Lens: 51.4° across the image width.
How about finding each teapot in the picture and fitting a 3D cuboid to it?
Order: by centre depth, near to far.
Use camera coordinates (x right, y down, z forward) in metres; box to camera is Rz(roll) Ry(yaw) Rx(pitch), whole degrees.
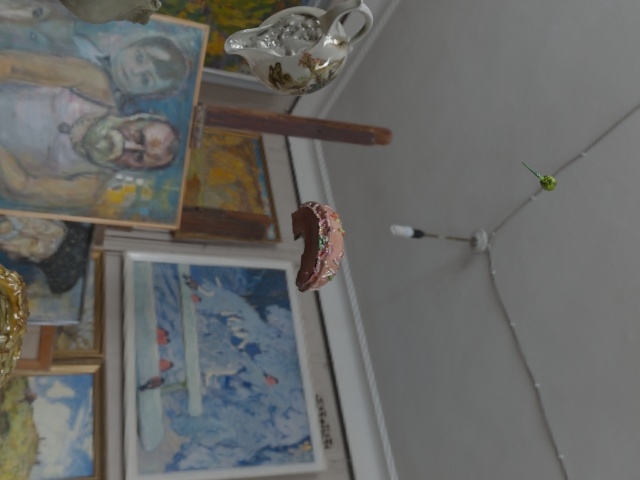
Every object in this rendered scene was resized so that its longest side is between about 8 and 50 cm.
[{"bbox_3d":[-0.037,-0.396,1.344,0.139,0.298,0.204,68,2,-58],"label":"teapot"}]

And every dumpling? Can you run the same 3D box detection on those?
[{"bbox_3d":[-0.429,-0.493,1.323,0.258,0.193,0.147,12,-99,25],"label":"dumpling"}]

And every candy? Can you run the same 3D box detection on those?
[{"bbox_3d":[0.509,-0.154,1.559,0.035,0.123,0.035,-46,-147,25],"label":"candy"}]

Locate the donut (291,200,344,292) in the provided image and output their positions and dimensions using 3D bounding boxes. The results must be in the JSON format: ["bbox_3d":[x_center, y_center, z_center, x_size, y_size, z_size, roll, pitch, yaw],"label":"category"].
[{"bbox_3d":[0.000,0.000,1.156,0.117,0.065,0.166,-36,-127,52],"label":"donut"}]

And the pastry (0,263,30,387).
[{"bbox_3d":[-0.578,0.161,1.074,0.315,0.184,0.285,-178,-74,-81],"label":"pastry"}]
